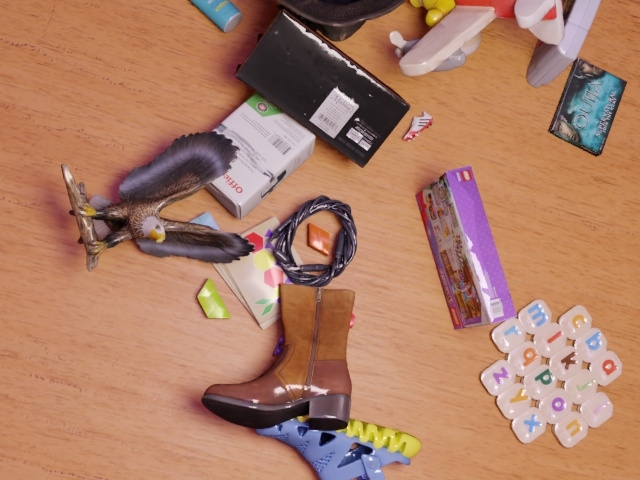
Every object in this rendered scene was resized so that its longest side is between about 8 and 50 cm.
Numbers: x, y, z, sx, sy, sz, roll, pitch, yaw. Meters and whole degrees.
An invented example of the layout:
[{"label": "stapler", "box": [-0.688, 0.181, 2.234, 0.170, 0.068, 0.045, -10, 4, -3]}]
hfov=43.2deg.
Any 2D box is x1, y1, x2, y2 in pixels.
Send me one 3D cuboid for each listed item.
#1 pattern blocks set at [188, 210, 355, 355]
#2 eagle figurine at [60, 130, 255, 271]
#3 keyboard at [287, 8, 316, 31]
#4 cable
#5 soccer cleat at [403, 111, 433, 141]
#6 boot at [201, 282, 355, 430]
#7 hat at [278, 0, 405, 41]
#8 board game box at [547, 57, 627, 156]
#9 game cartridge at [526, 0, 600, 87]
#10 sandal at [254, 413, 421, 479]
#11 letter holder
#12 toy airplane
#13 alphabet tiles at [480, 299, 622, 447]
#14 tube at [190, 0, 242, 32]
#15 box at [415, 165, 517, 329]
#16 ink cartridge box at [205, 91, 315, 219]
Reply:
[{"label": "pattern blocks set", "box": [-0.103, 0.064, 1.572, 0.285, 0.026, 0.324, -21, 85, -14]}, {"label": "eagle figurine", "box": [-0.285, -0.047, 1.448, 0.298, 0.226, 0.225, -17, 60, -20]}, {"label": "keyboard", "box": [-0.001, -0.501, 1.623, 0.100, 0.038, 0.192, 8, 121, -21]}, {"label": "cable", "box": [0.000, 0.000, 1.565, 0.184, 0.047, 0.150, -41, 90, -16]}, {"label": "soccer cleat", "box": [0.199, -0.237, 1.685, 0.083, 0.029, 0.035, -38, 80, -18]}, {"label": "boot", "box": [-0.069, 0.191, 1.458, 0.264, 0.096, 0.280, 1, 55, 1]}, {"label": "hat", "box": [0.030, -0.463, 1.507, 0.331, 0.134, 0.331, 1, 51, -1]}, {"label": "board game box", "box": [0.584, -0.292, 1.769, 0.126, 0.026, 0.186, 24, 77, -7]}, {"label": "game cartridge", "box": [0.531, -0.485, 1.705, 0.060, 0.196, 0.294, 24, 76, -7]}, {"label": "sandal", "box": [0.027, 0.391, 1.496, 0.317, 0.126, 0.138, 17, 82, -6]}, {"label": "letter holder", "box": [0.000, -0.311, 1.591, 0.302, 0.214, 0.152, 34, 105, -15]}, {"label": "toy airplane", "box": [0.316, -0.475, 1.622, 0.386, 0.272, 0.384, -6, 54, -3]}, {"label": "alphabet tiles", "box": [0.472, 0.270, 1.652, 0.278, 0.021, 0.284, -33, 88, -14]}, {"label": "tube", "box": [-0.247, -0.510, 1.637, 0.207, 0.052, 0.080, 45, 64, 5]}, {"label": "box", "box": [0.275, 0.021, 1.564, 0.057, 0.201, 0.293, -14, 84, -12]}, {"label": "ink cartridge box", "box": [-0.135, -0.165, 1.559, 0.153, 0.087, 0.208, 43, 73, 11]}]
